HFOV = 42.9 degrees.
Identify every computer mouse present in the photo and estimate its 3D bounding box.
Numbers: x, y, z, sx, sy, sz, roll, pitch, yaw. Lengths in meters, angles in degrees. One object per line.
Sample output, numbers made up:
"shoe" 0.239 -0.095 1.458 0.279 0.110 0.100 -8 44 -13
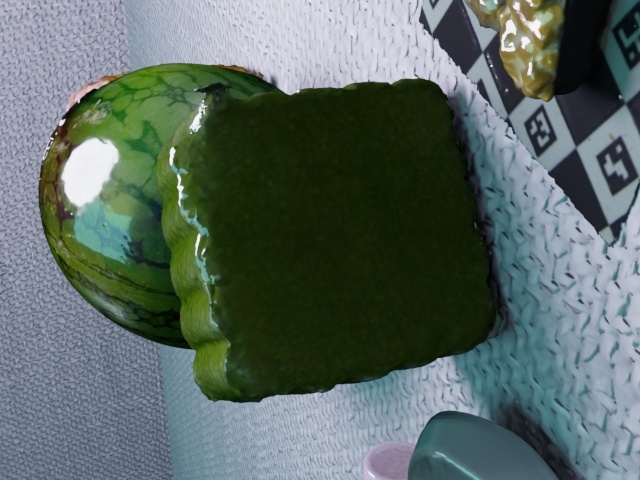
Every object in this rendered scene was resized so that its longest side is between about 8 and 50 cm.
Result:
"computer mouse" 0.159 0.225 0.636 0.231 0.079 0.128 42 144 37

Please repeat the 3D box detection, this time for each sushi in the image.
"sushi" 0.127 -0.192 0.526 0.294 0.059 0.292 -120 26 -42

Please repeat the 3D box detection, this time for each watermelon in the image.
"watermelon" -0.139 -0.040 0.946 0.363 0.363 0.363 170 90 -71

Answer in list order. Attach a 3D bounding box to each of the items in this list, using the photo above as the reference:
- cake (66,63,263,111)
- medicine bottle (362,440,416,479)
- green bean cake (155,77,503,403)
"cake" -0.234 -0.108 1.252 0.314 0.293 0.307 -136 42 -69
"medicine bottle" 0.076 0.311 0.832 0.122 0.121 0.213 -135 39 -59
"green bean cake" 0.000 0.000 0.691 0.156 0.249 0.247 154 104 -69
